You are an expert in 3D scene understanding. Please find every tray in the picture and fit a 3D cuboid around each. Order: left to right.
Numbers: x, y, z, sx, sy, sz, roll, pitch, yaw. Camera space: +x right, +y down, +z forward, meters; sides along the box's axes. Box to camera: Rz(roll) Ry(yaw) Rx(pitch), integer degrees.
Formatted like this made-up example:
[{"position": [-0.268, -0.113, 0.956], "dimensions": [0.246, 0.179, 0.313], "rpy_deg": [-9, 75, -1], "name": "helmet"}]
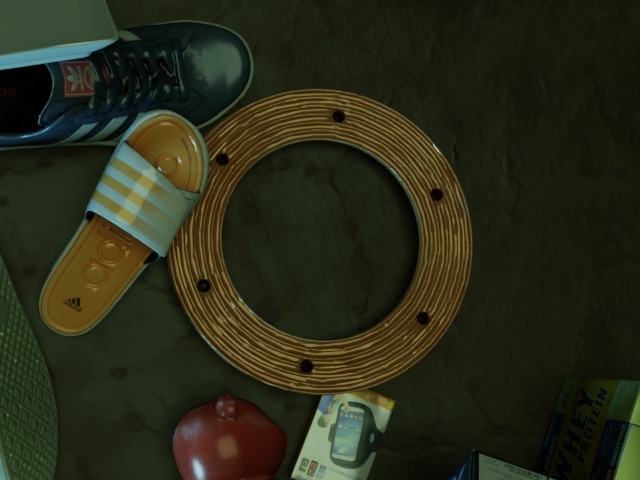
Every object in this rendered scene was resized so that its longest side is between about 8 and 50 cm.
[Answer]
[{"position": [-0.289, -0.234, 1.275], "dimensions": [0.145, 0.270, 0.030], "rpy_deg": [-11, 125, -12], "name": "tray"}]

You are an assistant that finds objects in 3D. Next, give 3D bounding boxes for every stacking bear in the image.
[{"position": [-0.077, 0.302, 1.309], "dimensions": [0.164, 0.175, 0.289], "rpy_deg": [-7, 78, -19], "name": "stacking bear"}]

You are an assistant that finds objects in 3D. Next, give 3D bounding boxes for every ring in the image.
[{"position": [0.000, 0.000, 1.396], "dimensions": [0.337, 0.032, 0.336], "rpy_deg": [1, 82, -10], "name": "ring"}]

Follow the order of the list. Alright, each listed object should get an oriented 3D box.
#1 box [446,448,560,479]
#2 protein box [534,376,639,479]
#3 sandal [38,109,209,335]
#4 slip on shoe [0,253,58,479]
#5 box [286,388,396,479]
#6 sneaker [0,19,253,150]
[{"position": [0.218, 0.358, 1.304], "dimensions": [0.293, 0.295, 0.073], "rpy_deg": [23, 42, -9], "name": "box"}, {"position": [0.367, 0.242, 1.374], "dimensions": [0.200, 0.201, 0.136], "rpy_deg": [21, 81, -9], "name": "protein box"}, {"position": [-0.198, -0.005, 1.308], "dimensions": [0.102, 0.076, 0.265], "rpy_deg": [29, 99, -15], "name": "sandal"}, {"position": [-0.351, 0.127, 1.294], "dimensions": [0.101, 0.123, 0.331], "rpy_deg": [-17, 95, 20], "name": "slip on shoe"}, {"position": [0.020, 0.222, 1.394], "dimensions": [0.081, 0.028, 0.136], "rpy_deg": [22, 79, -9], "name": "box"}, {"position": [-0.232, -0.159, 1.310], "dimensions": [0.350, 0.148, 0.131], "rpy_deg": [-13, 88, -13], "name": "sneaker"}]
